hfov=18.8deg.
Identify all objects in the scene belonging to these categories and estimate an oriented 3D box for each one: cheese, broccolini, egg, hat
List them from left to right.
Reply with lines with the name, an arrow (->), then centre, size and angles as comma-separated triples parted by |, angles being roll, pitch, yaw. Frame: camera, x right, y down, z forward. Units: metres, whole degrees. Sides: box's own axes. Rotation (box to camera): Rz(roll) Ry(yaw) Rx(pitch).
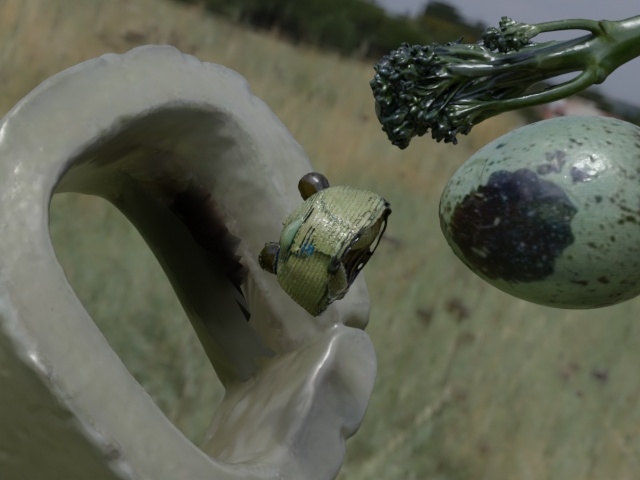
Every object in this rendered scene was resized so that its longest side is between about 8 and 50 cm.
cheese -> -0.112, 0.052, 1.280 | 0.292, 0.332, 0.153 | -30, 1, -44
hat -> 0.000, 0.000, 1.170 | 0.059, 0.077, 0.076 | 32, 42, 5
egg -> 0.106, -0.012, 0.839 | 0.110, 0.085, 0.085 | 3, 5, 3
broccolini -> 0.218, -0.165, 1.348 | 0.392, 0.079, 0.074 | -24, -18, 3
